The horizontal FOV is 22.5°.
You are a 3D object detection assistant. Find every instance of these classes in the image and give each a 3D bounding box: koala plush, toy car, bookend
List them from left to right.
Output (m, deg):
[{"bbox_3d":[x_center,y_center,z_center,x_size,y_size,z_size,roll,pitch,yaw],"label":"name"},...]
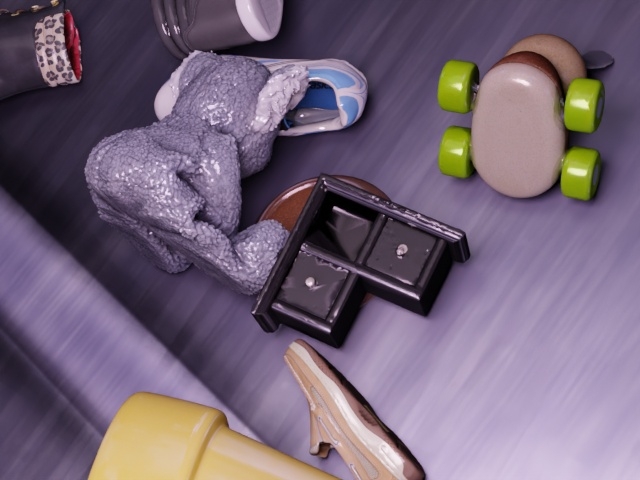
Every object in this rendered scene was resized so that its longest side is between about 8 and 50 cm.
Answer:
[{"bbox_3d":[-0.110,-0.094,1.600,0.196,0.203,0.221,15,68,46],"label":"koala plush"},{"bbox_3d":[0.039,0.040,1.551,0.156,0.072,0.157,24,77,16],"label":"bookend"},{"bbox_3d":[0.220,-0.146,1.614,0.155,0.149,0.188,11,37,20],"label":"toy car"}]

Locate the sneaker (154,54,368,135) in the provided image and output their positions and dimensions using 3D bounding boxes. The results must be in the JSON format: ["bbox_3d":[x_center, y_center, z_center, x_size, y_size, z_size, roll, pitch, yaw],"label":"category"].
[{"bbox_3d":[-0.069,-0.149,1.703,0.237,0.085,0.086,-3,27,15],"label":"sneaker"}]

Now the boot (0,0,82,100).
[{"bbox_3d":[-0.374,-0.257,1.874,0.178,0.085,0.236,-14,65,8],"label":"boot"}]

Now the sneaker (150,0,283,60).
[{"bbox_3d":[-0.111,-0.312,1.789,0.147,0.104,0.296,-15,41,22],"label":"sneaker"}]

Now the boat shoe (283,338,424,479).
[{"bbox_3d":[0.014,0.176,1.519,0.072,0.068,0.190,-44,58,5],"label":"boat shoe"}]

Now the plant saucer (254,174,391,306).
[{"bbox_3d":[0.000,0.000,1.640,0.168,0.029,0.168,-8,59,13],"label":"plant saucer"}]

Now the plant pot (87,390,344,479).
[{"bbox_3d":[-0.075,0.279,1.399,0.239,0.254,0.254,12,65,6],"label":"plant pot"}]
